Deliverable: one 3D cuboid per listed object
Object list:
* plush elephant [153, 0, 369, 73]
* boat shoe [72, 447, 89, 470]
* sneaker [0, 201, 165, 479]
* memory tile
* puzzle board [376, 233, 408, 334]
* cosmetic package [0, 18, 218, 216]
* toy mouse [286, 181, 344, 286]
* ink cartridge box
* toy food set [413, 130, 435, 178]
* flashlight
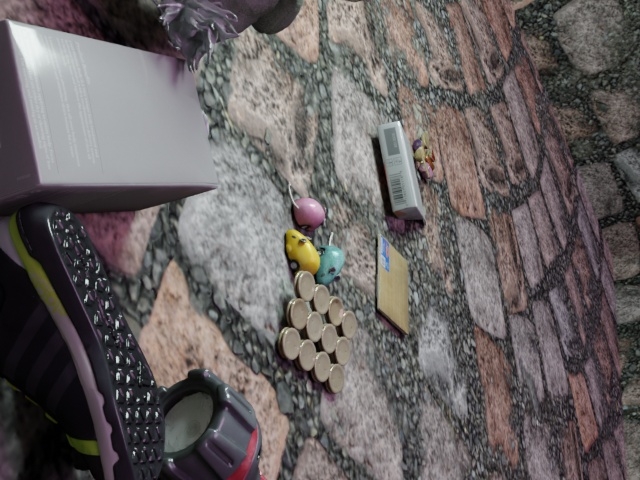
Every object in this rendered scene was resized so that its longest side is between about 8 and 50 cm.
[{"bbox_3d":[-0.054,-0.325,0.881,0.272,0.255,0.330,48,15,-41],"label":"plush elephant"},{"bbox_3d":[-0.192,0.114,0.716,0.049,0.042,0.132,136,-55,-78],"label":"boat shoe"},{"bbox_3d":[-0.190,0.086,0.670,0.084,0.097,0.234,5,63,-78],"label":"sneaker"},{"bbox_3d":[-0.002,0.111,1.112,0.148,0.012,0.113,45,51,-47],"label":"memory tile"},{"bbox_3d":[0.106,0.066,1.379,0.096,0.011,0.128,43,40,-47],"label":"puzzle board"},{"bbox_3d":[-0.193,-0.090,0.752,0.238,0.107,0.127,-1,78,-67],"label":"cosmetic package"},{"bbox_3d":[0.000,0.000,1.172,0.143,0.031,0.160,-15,91,-64],"label":"toy mouse"},{"bbox_3d":[0.134,-0.104,1.513,0.179,0.045,0.145,44,36,-77],"label":"ink cartridge box"},{"bbox_3d":[0.185,-0.148,1.643,0.122,0.019,0.077,-49,121,-69],"label":"toy food set"},{"bbox_3d":[-0.049,0.242,0.867,0.304,0.103,0.103,52,39,-38],"label":"flashlight"}]
